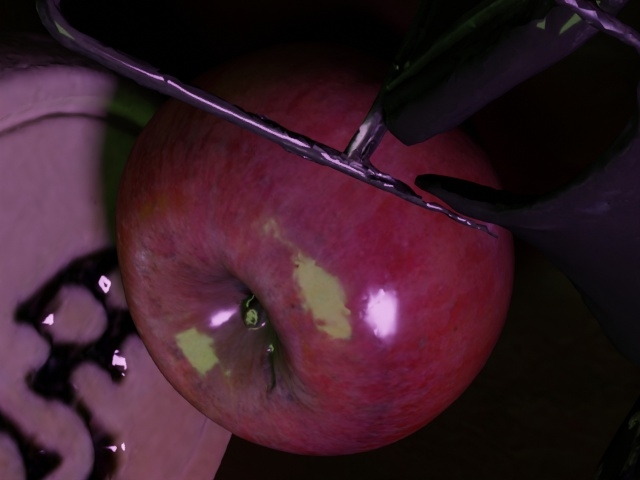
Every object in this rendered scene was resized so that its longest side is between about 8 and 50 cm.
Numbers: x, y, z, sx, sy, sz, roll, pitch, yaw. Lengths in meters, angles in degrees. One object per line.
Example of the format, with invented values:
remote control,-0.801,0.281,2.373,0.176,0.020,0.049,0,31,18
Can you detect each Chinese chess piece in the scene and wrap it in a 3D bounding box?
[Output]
Chinese chess piece,-0.135,0.040,0.607,0.101,0.250,0.250,8,129,37

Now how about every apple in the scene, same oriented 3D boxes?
apple,0.000,0.000,0.567,0.153,0.120,0.153,23,132,28

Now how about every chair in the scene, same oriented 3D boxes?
chair,0.061,-0.079,0.430,0.221,0.145,0.140,33,150,-16

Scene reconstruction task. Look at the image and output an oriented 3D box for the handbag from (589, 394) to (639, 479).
handbag,0.128,0.069,0.504,0.072,0.115,0.139,27,153,22
